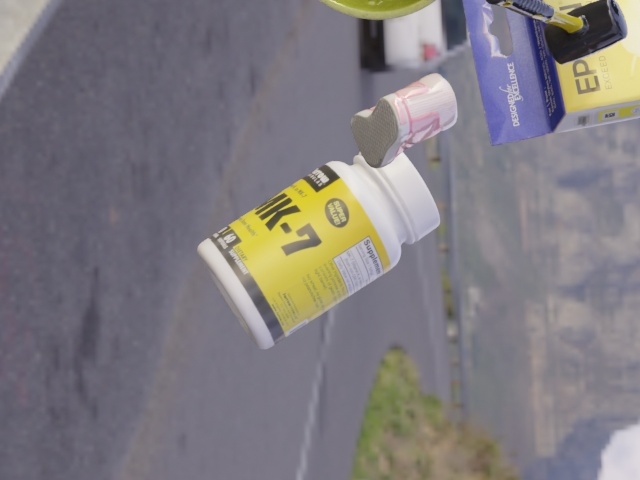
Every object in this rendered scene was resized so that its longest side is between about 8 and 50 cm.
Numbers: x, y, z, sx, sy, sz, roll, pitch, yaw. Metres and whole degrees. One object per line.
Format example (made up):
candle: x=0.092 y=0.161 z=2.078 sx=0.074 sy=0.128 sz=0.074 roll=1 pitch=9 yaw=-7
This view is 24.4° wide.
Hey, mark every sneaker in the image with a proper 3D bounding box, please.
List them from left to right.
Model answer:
sneaker: x=0.072 y=-0.098 z=1.210 sx=0.051 sy=0.070 sz=0.134 roll=66 pitch=-16 yaw=3

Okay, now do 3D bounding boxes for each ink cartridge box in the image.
ink cartridge box: x=0.323 y=-0.281 z=1.716 sx=0.072 sy=0.307 sz=0.303 roll=74 pitch=6 yaw=-69

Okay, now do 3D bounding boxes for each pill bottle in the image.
pill bottle: x=0.000 y=0.000 z=1.391 sx=0.119 sy=0.208 sz=0.119 roll=55 pitch=-8 yaw=12

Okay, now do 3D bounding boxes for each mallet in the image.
mallet: x=0.165 y=-0.167 z=1.120 sx=0.190 sy=0.062 sz=0.039 roll=0 pitch=71 yaw=-51

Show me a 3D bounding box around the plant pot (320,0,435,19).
plant pot: x=0.110 y=-0.458 z=2.018 sx=0.254 sy=0.276 sz=0.276 roll=-41 pitch=130 yaw=-63
